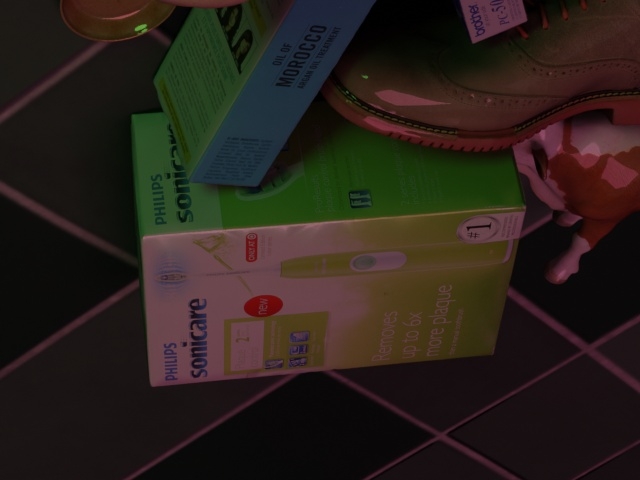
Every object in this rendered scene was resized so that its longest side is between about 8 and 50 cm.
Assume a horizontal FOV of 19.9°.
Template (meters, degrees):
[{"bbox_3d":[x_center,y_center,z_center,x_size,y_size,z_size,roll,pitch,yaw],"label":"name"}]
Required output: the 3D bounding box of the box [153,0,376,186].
[{"bbox_3d":[-0.031,-0.152,1.232,0.060,0.100,0.244,3,140,-32],"label":"box"}]

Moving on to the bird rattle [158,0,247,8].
[{"bbox_3d":[-0.064,-0.233,1.007,0.253,0.143,0.207,-1,100,-43],"label":"bird rattle"}]

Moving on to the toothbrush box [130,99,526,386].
[{"bbox_3d":[0.000,0.000,1.410,0.283,0.122,0.206,-3,144,-6],"label":"toothbrush box"}]

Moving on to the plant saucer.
[{"bbox_3d":[-0.136,-0.168,1.230,0.083,0.015,0.083,-14,145,-10],"label":"plant saucer"}]

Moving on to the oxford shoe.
[{"bbox_3d":[0.158,-0.155,1.326,0.348,0.123,0.130,-11,140,-30],"label":"oxford shoe"}]

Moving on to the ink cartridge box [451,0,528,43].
[{"bbox_3d":[0.083,-0.229,1.186,0.046,0.097,0.207,-22,146,3],"label":"ink cartridge box"}]

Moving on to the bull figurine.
[{"bbox_3d":[0.266,-0.061,1.518,0.310,0.101,0.188,-8,148,-15],"label":"bull figurine"}]
